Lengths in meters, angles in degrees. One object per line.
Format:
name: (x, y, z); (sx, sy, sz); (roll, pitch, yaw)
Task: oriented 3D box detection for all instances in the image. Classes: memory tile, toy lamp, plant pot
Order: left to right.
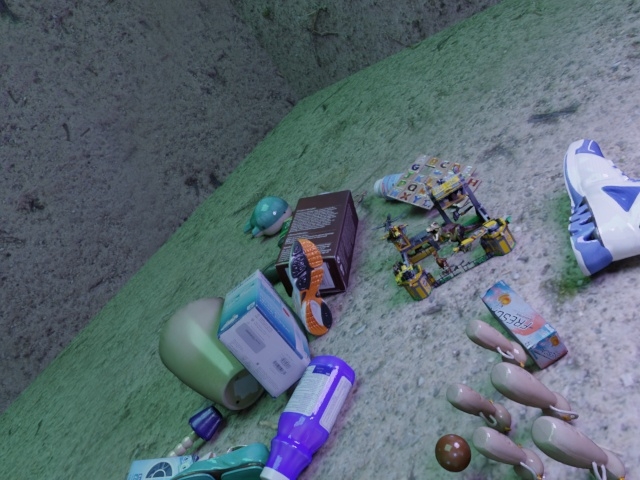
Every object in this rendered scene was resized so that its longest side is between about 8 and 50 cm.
toy lamp: (-0.368, 0.543, 1.239); (0.274, 0.080, 0.080); (-43, 24, -10)
plant pot: (-0.269, 0.327, 1.313); (0.256, 0.256, 0.274); (-46, 40, -14)
memory tile: (0.104, -0.146, 1.838); (0.148, 0.012, 0.113); (-12, 36, 45)

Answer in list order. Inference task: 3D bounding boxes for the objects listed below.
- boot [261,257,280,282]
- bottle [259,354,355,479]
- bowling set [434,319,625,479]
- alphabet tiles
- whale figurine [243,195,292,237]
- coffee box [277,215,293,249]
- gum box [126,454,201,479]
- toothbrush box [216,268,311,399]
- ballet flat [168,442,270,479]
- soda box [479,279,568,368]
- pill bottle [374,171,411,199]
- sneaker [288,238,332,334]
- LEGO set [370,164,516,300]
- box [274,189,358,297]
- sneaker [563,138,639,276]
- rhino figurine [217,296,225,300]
boot: (-0.115, 0.127, 1.624); (0.189, 0.076, 0.208); (-39, 31, 7)
bottle: (-0.028, 0.381, 1.018); (0.118, 0.092, 0.283); (-20, 30, 49)
bowling set: (0.281, 0.280, 0.741); (0.200, 0.154, 0.287); (-52, 21, 19)
alphabet tiles: (0.345, -0.170, 1.435); (0.237, 0.009, 0.198); (24, 63, 39)
whale figurine: (-0.254, -0.107, 2.120); (0.272, 0.141, 0.216); (-13, 36, 46)
coffee box: (-0.107, -0.044, 1.924); (0.113, 0.040, 0.184); (-28, 27, 25)
gum box: (-0.375, 0.592, 1.118); (0.184, 0.041, 0.157); (-13, 42, 16)
toothbrush box: (-0.142, 0.228, 1.244); (0.126, 0.216, 0.295); (-38, 13, 2)
ballet flat: (-0.218, 0.507, 1.064); (0.247, 0.083, 0.087); (-18, 22, 10)
soda box: (0.370, 0.150, 0.889); (0.058, 0.063, 0.183); (-37, 24, 6)
pill bottle: (0.253, -0.178, 1.591); (0.087, 0.087, 0.160); (-51, 26, -24)
sneaker: (-0.048, 0.127, 1.323); (0.099, 0.263, 0.121); (-10, 3, -25)
LEGO set: (0.281, -0.033, 1.172); (0.331, 0.192, 0.255); (-29, 26, 23)
box: (0.000, 0.000, 1.527); (0.191, 0.143, 0.381); (-8, 35, 18)
sneaker: (0.585, -0.075, 0.925); (0.182, 0.127, 0.316); (-16, 40, 35)
rhino figurine: (-0.405, 0.310, 1.701); (0.243, 0.073, 0.106); (-50, 23, -19)
